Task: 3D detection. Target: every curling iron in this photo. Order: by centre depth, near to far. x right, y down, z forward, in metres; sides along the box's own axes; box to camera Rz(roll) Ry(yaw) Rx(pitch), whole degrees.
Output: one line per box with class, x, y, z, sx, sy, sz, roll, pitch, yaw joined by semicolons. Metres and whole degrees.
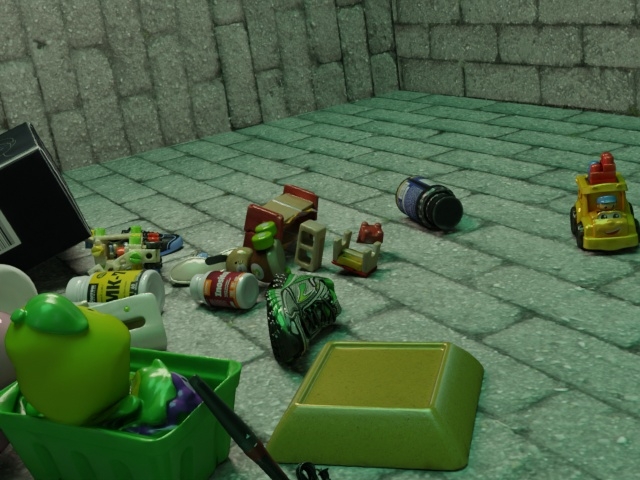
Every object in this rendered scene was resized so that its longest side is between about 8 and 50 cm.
curling iron;-0.091;0.296;1.242;0.274;0.035;0.068;40;54;4

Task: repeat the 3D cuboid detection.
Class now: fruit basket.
fruit basket;-0.341;0.218;1.319;0.392;0.392;0.283;2;21;27

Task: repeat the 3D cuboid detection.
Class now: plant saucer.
plant saucer;0.099;0.260;1.453;0.333;0.081;0.333;-2;21;17

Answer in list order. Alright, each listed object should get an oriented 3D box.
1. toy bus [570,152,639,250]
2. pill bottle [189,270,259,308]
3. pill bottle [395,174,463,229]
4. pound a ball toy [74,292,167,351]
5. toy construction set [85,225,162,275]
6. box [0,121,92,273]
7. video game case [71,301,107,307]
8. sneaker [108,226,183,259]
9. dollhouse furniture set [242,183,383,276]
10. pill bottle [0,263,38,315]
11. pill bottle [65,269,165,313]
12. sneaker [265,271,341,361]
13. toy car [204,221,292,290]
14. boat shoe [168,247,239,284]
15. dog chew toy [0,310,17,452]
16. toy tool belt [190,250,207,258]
toy bus;0.692;-0.098;2.050;0.149;0.211;0.220;-3;21;11
pill bottle;-0.229;0.115;1.990;0.152;0.086;0.086;2;21;28
pill bottle;0.305;-0.103;2.348;0.123;0.122;0.219;-13;20;-16
pound a ball toy;-0.475;0.208;1.697;0.319;0.135;0.208;-14;-15;-17
toy construction set;-0.524;0.043;2.215;0.215;0.151;0.327;-1;21;-11
box;-0.936;-0.072;2.330;0.480;0.297;0.472;-30;26;-12
video game case;-0.571;0.178;1.795;0.206;0.026;0.227;-24;-14;22
sneaker;-0.513;0.003;2.419;0.232;0.090;0.081;-14;20;-17
dollhouse furniture set;0.000;0.000;2.203;0.374;0.152;0.201;22;30;24
pill bottle;-0.853;0.150;1.928;0.392;0.224;0.224;5;23;33
pill bottle;-0.486;0.132;1.996;0.208;0.119;0.119;-3;20;14
sneaker;-0.033;0.142;1.762;0.146;0.134;0.343;-5;19;6
toy car;-0.180;0.062;2.044;0.188;0.155;0.149;-15;18;8
boat shoe;-0.291;0.077;2.198;0.206;0.075;0.065;-17;-23;-9
dog chew toy;-0.598;0.282;1.417;0.207;0.206;0.332;-3;53;14
toy tool belt;-0.321;0.051;2.265;0.052;0.051;0.083;-3;19;14
